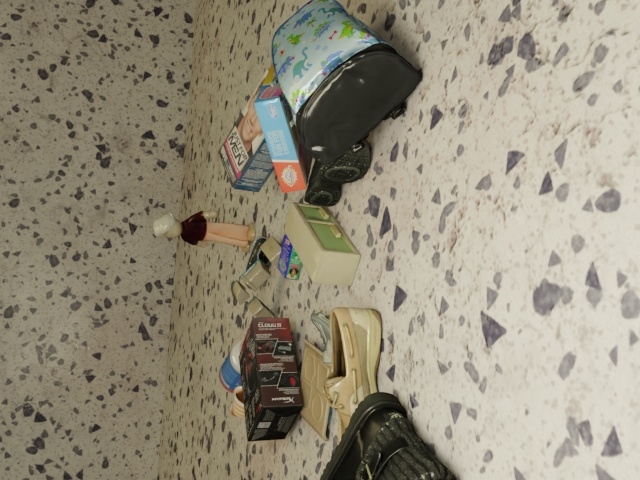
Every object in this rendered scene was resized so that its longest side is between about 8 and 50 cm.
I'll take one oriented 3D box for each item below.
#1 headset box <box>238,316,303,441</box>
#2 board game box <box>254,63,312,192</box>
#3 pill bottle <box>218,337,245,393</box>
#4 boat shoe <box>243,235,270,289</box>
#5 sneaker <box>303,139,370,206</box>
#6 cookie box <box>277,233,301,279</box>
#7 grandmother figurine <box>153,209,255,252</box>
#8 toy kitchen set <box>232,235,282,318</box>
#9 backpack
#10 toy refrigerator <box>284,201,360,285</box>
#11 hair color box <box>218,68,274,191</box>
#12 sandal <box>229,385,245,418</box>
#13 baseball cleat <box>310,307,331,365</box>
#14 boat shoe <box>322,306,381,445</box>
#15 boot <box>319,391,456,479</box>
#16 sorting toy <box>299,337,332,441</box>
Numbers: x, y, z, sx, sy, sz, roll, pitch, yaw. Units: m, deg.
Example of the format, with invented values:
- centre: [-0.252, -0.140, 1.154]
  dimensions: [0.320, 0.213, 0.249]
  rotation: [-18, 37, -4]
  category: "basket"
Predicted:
- centre: [-0.143, 0.362, 1.849]
  dimensions: [0.218, 0.110, 0.293]
  rotation: [112, 153, -47]
  category: "headset box"
- centre: [-0.080, -0.301, 1.725]
  dimensions: [0.316, 0.064, 0.242]
  rotation: [-81, -22, -58]
  category: "board game box"
- centre: [-0.230, 0.379, 2.106]
  dimensions: [0.221, 0.124, 0.124]
  rotation: [121, 147, -48]
  category: "pill bottle"
- centre: [-0.203, 0.082, 2.197]
  dimensions: [0.083, 0.065, 0.183]
  rotation: [-134, 55, -64]
  category: "boat shoe"
- centre: [0.033, -0.190, 1.649]
  dimensions: [0.286, 0.109, 0.130]
  rotation: [140, 138, -57]
  category: "sneaker"
- centre: [-0.084, 0.047, 1.947]
  dimensions: [0.092, 0.040, 0.107]
  rotation: [-136, 55, -63]
  category: "cookie box"
- centre: [-0.402, -0.034, 2.348]
  dimensions: [0.104, 0.342, 0.208]
  rotation: [-106, 30, -43]
  category: "grandmother figurine"
- centre: [-0.155, 0.127, 2.077]
  dimensions: [0.207, 0.166, 0.122]
  rotation: [-44, 29, 0]
  category: "toy kitchen set"
- centre: [0.030, -0.383, 1.525]
  dimensions: [0.290, 0.273, 0.355]
  rotation: [-40, 23, 20]
  category: "backpack"
- centre: [0.000, 0.000, 1.674]
  dimensions: [0.269, 0.102, 0.094]
  rotation: [-122, 43, -58]
  category: "toy refrigerator"
- centre: [-0.177, -0.329, 2.078]
  dimensions: [0.347, 0.105, 0.174]
  rotation: [-52, 49, 35]
  category: "hair color box"
- centre: [-0.223, 0.517, 2.103]
  dimensions: [0.265, 0.102, 0.076]
  rotation: [113, 153, -54]
  category: "sandal"
- centre: [0.017, 0.229, 1.593]
  dimensions: [0.206, 0.072, 0.109]
  rotation: [18, 89, 68]
  category: "baseball cleat"
- centre: [0.056, 0.312, 1.439]
  dimensions: [0.122, 0.110, 0.341]
  rotation: [160, 115, -66]
  category: "boat shoe"
- centre: [0.107, 0.481, 1.241]
  dimensions: [0.260, 0.131, 0.348]
  rotation: [-127, 48, -60]
  category: "boot"
- centre: [-0.007, 0.365, 1.689]
  dimensions: [0.193, 0.038, 0.208]
  rotation: [-160, 73, -67]
  category: "sorting toy"
